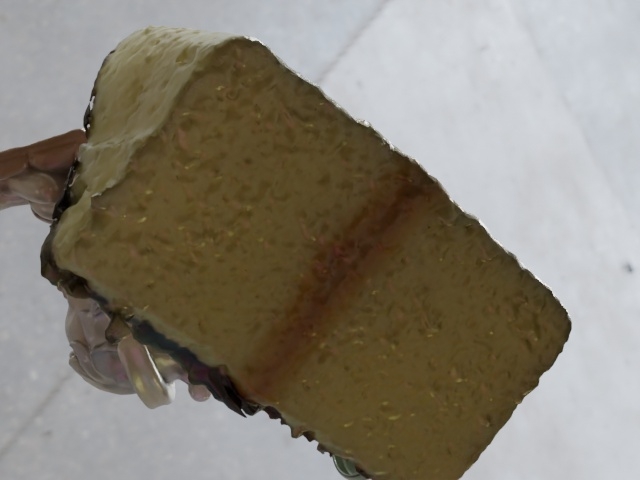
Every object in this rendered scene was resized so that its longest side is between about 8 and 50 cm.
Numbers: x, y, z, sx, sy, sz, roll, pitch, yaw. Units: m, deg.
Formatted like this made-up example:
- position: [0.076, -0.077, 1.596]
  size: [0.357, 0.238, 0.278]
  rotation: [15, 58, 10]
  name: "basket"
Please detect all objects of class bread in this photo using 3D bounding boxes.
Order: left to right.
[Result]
- position: [0.000, 0.000, 0.919]
  size: [0.266, 0.142, 0.178]
  rotation: [39, 27, -29]
  name: "bread"

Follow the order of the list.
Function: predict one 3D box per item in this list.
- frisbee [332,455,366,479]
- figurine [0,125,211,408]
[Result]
- position: [0.041, 0.117, 1.249]
  size: [0.014, 0.110, 0.110]
  rotation: [24, 50, -21]
  name: "frisbee"
- position: [-0.164, 0.027, 1.347]
  size: [0.236, 0.141, 0.162]
  rotation: [64, 0, -1]
  name: "figurine"
